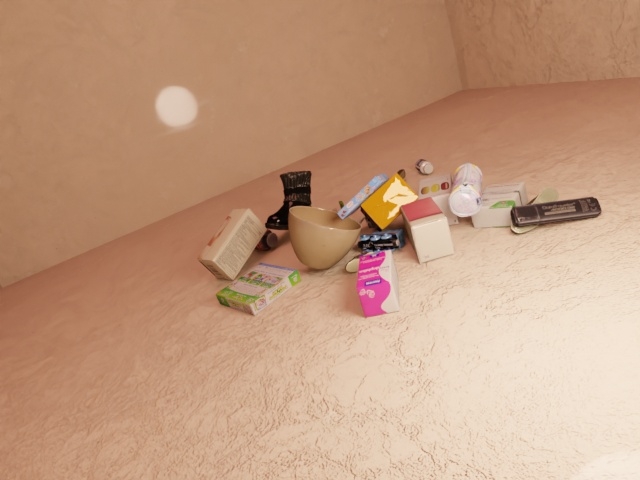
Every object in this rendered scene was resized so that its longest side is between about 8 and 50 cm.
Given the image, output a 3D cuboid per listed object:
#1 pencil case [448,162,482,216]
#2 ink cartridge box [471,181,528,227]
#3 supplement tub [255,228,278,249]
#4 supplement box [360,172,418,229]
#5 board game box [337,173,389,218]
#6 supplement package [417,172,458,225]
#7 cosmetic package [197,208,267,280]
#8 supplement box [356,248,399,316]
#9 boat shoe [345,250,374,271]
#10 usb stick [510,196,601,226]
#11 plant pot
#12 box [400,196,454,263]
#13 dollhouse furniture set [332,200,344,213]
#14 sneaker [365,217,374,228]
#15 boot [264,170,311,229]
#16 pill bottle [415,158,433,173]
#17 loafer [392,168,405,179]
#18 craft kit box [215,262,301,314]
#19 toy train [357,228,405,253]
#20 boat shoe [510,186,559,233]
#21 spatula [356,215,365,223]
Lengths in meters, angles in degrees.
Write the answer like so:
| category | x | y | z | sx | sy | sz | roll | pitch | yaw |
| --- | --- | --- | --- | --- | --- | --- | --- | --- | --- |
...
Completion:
| category | x | y | z | sx | sy | sz | roll | pitch | yaw |
| --- | --- | --- | --- | --- | --- | --- | --- | --- | --- |
| pencil case | 0.535 | -0.190 | 1.730 | 0.113 | 0.124 | 0.273 | -13 | 21 | 26 |
| ink cartridge box | 0.669 | -0.134 | 1.757 | 0.153 | 0.087 | 0.208 | -2 | 29 | 40 |
| supplement tub | -0.295 | -0.008 | 2.254 | 0.197 | 0.106 | 0.106 | 4 | 32 | 43 |
| supplement box | 0.272 | -0.147 | 1.903 | 0.191 | 0.129 | 0.194 | -42 | -5 | 2 |
| board game box | 0.170 | -0.175 | 1.853 | 0.211 | 0.039 | 0.160 | -44 | -5 | 21 |
| supplement package | 0.481 | -0.162 | 1.922 | 0.139 | 0.134 | 0.244 | -12 | 23 | 18 |
| cosmetic package | -0.390 | 0.014 | 2.098 | 0.129 | 0.153 | 0.296 | 4 | 52 | 43 |
| supplement box | 0.186 | 0.133 | 1.508 | 0.111 | 0.114 | 0.220 | -13 | 24 | 13 |
| boat shoe | 0.144 | 0.080 | 1.757 | 0.133 | 0.049 | 0.042 | -28 | 18 | -26 |
| usb stick | 0.774 | -0.095 | 1.556 | 0.277 | 0.045 | 0.077 | -8 | 62 | 6 |
| plant pot | 0.000 | 0.000 | 1.823 | 0.284 | 0.191 | 0.284 | 12 | 16 | -4 |
| box | 0.382 | -0.043 | 1.704 | 0.126 | 0.149 | 0.232 | -17 | 23 | 6 |
| dollhouse furniture set | 0.048 | -0.141 | 2.342 | 0.151 | 0.059 | 0.076 | -22 | 21 | -5 |
| sneaker | 0.237 | -0.123 | 2.116 | 0.094 | 0.090 | 0.235 | -30 | 18 | 8 |
| boot | -0.158 | -0.202 | 2.300 | 0.131 | 0.260 | 0.348 | 5 | 18 | 30 |
| pill bottle | 0.552 | -0.390 | 2.492 | 0.067 | 0.067 | 0.120 | -21 | 22 | -2 |
| loafer | 0.402 | -0.314 | 2.469 | 0.148 | 0.050 | 0.056 | -45 | 26 | -17 |
| craft kit box | -0.244 | 0.182 | 1.837 | 0.246 | 0.061 | 0.249 | -32 | 25 | -35 |
| toy train | 0.235 | 0.004 | 1.825 | 0.184 | 0.080 | 0.105 | -4 | 17 | 39 |
| boat shoe | 0.735 | -0.091 | 1.632 | 0.227 | 0.081 | 0.069 | -39 | -18 | -16 |
| spatula | 0.096 | -0.032 | 2.038 | 0.168 | 0.019 | 0.242 | -22 | 14 | 47 |
